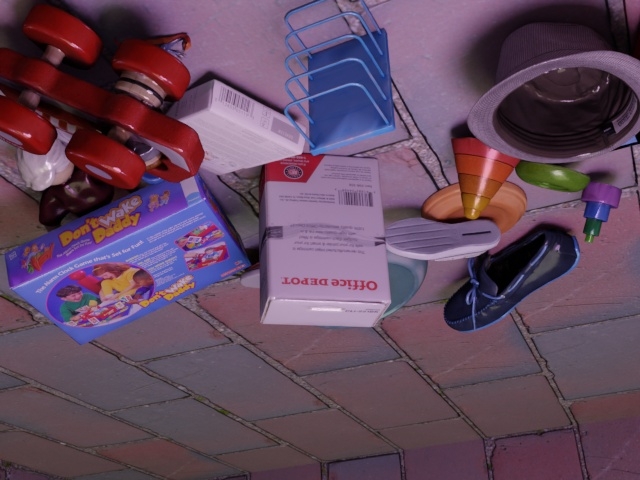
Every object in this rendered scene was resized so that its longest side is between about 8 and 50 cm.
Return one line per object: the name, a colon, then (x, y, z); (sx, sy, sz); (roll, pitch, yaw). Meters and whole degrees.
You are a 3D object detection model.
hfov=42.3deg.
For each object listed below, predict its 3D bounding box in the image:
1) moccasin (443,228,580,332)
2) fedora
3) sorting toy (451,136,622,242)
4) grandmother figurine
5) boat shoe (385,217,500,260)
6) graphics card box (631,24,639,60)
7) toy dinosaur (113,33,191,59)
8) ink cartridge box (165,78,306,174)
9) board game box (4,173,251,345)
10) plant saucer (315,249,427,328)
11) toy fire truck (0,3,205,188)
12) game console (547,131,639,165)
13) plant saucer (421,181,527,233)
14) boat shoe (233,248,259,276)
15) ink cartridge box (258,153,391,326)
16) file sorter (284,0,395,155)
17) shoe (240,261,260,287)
moccasin: (0.371, 0.068, 1.723); (0.116, 0.138, 0.342); (24, 128, -33)
fedora: (0.332, -0.219, 1.155); (0.275, 0.124, 0.243); (15, 147, -31)
sorting toy: (0.360, -0.069, 1.394); (0.365, 0.126, 0.127); (15, 180, -30)
grandmother figurine: (-0.386, -0.070, 1.403); (0.207, 0.104, 0.342); (-37, 143, 4)
boat shoe: (0.220, 0.010, 1.536); (0.226, 0.083, 0.076); (1, 151, -9)
graphics card box: (0.617, -0.296, 1.075); (0.370, 0.094, 0.233); (-8, 152, 7)
toy dinosaur: (-0.218, -0.260, 1.118); (0.082, 0.047, 0.090); (-37, 130, 19)
ink cartridge box: (-0.161, -0.169, 1.301); (0.181, 0.056, 0.224); (22, 162, -38)
board game box: (-0.322, 0.034, 1.428); (0.347, 0.078, 0.233); (-25, 146, 1)
plant saucer: (0.081, 0.103, 1.745); (0.317, 0.044, 0.318); (-12, 146, -8)
toy fire truck: (-0.295, -0.161, 1.119); (0.302, 0.170, 0.254); (22, 168, 5)
game console: (0.532, -0.175, 1.330); (0.361, 0.044, 0.213); (-13, 155, 23)
plant saucer: (0.291, -0.049, 1.563); (0.199, 0.037, 0.200); (-2, 151, -1)
boat shoe: (-0.161, 0.047, 1.686); (0.152, 0.056, 0.049); (11, 155, -6)
ink cartridge box: (0.000, 0.000, 1.374); (0.196, 0.273, 0.114); (3, 151, -10)
file sorter: (0.019, -0.221, 1.077); (0.118, 0.170, 0.104); (-15, 146, 21)
shoe: (-0.077, 0.035, 1.633); (0.177, 0.081, 0.063); (-16, 149, 16)
